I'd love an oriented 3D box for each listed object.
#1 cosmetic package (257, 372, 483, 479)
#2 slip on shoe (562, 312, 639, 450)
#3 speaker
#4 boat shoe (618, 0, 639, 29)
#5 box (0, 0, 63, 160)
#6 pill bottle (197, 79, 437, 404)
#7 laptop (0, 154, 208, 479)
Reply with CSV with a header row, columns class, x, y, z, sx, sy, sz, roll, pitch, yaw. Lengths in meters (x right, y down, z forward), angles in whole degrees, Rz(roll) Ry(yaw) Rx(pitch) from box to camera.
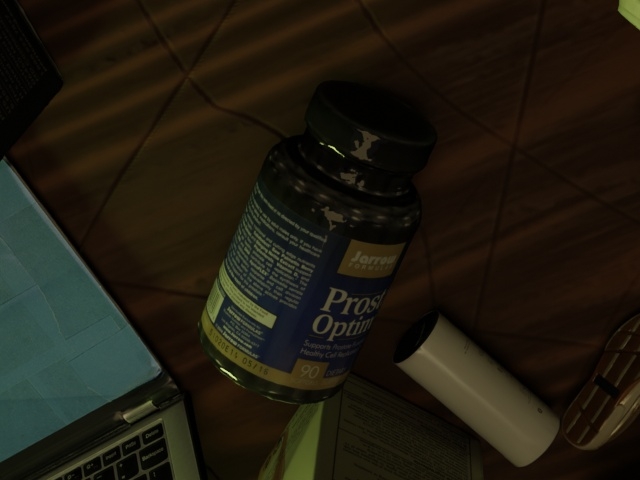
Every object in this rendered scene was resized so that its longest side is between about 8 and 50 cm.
class,x,y,z,sx,sy,sz,roll,pitch,yaw
cosmetic package,0.030,0.237,1.086,0.153,0.296,0.129,29,112,-7
slip on shoe,0.243,0.109,1.152,0.041,0.051,0.135,15,112,-46
speaker,0.122,0.116,1.157,0.136,0.055,0.055,40,111,-12
boat shoe,0.440,-0.135,0.954,0.500,0.187,0.156,10,109,-4
box,-0.381,-0.068,0.938,0.294,0.395,0.212,-24,109,15
pill bottle,0.000,0.000,1.081,0.123,0.123,0.219,22,114,-4
laptop,-0.308,0.210,1.149,0.382,0.408,0.236,-30,141,17
